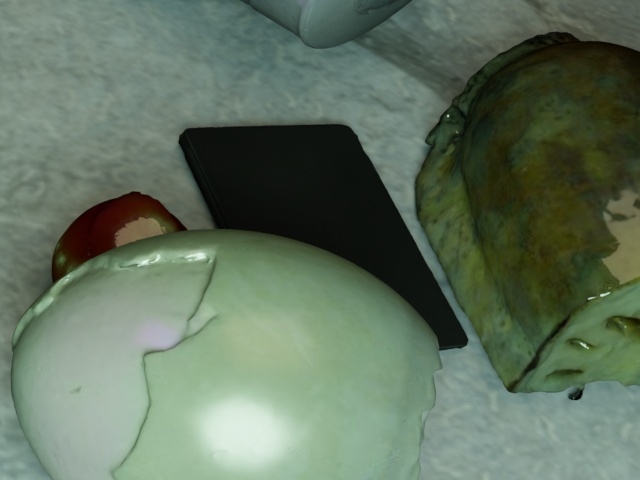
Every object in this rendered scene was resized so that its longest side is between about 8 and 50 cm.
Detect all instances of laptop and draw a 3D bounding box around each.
[{"bbox_3d":[0.000,0.000,1.196,0.135,0.016,0.197,-3,51,-30],"label":"laptop"}]

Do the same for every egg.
[{"bbox_3d":[-0.052,0.082,0.961,0.217,0.183,0.183,15,42,-2],"label":"egg"}]

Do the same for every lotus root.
[{"bbox_3d":[0.210,-0.042,1.247,0.267,0.149,0.260,1,48,-30],"label":"lotus root"}]

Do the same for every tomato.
[{"bbox_3d":[-0.111,0.014,1.079,0.087,0.075,0.087,13,47,-15],"label":"tomato"}]

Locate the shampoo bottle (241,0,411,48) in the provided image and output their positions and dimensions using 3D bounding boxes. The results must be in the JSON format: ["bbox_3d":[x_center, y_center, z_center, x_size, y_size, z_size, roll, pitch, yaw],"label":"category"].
[{"bbox_3d":[-0.006,-0.294,1.298,0.266,0.273,0.273,48,45,9],"label":"shampoo bottle"}]
